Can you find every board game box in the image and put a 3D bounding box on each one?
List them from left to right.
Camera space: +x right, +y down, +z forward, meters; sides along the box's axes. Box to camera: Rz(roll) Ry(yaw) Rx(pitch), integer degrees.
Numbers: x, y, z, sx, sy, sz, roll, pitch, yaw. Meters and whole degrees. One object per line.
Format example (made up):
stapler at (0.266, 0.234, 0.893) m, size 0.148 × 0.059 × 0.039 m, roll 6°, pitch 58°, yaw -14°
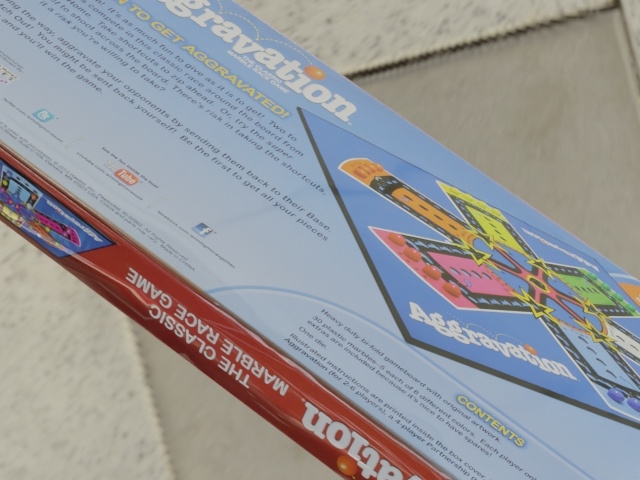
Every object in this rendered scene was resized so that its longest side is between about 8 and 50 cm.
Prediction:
board game box at (0.000, 0.000, 0.607) m, size 0.281 × 0.145 × 0.027 m, roll 36°, pitch 127°, yaw 14°
